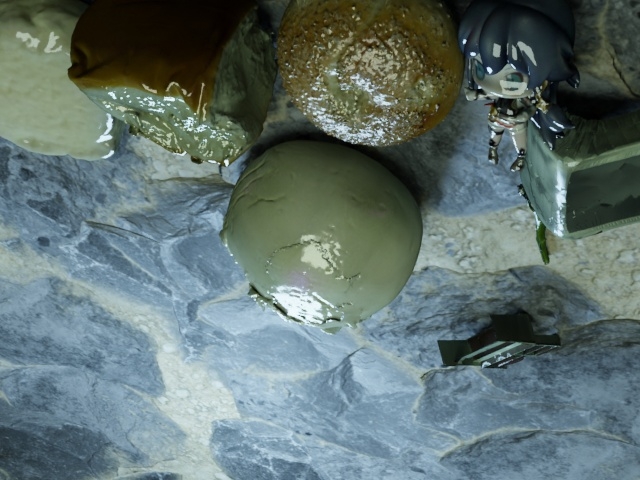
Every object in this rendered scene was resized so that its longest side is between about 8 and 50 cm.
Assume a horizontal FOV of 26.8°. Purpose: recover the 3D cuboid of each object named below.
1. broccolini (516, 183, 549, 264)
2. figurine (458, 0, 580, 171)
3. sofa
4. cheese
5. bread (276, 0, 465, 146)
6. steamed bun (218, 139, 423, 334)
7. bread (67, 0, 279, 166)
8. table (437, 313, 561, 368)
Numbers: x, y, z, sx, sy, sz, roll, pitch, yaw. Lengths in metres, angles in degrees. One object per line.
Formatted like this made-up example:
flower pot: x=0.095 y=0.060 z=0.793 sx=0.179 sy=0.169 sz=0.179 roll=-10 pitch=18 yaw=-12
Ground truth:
broccolini: x=0.370 y=-0.030 z=2.245 sx=0.042 sy=0.044 sz=0.218 roll=-31 pitch=137 yaw=-5
figurine: x=0.279 y=-0.242 z=1.886 sx=0.175 sy=0.197 sz=0.265 roll=7 pitch=151 yaw=9
sofa: x=0.429 y=-0.136 z=2.054 sx=0.225 sy=0.176 sz=0.210 roll=-17 pitch=139 yaw=-3
cheese: x=-0.446 y=-0.266 z=2.208 sx=0.318 sy=0.115 sz=0.326 roll=-23 pitch=129 yaw=41
bread: x=0.067 y=-0.257 z=1.976 sx=0.306 sy=0.158 sz=0.305 roll=15 pitch=145 yaw=11
steamed bun: x=0.000 y=0.000 z=2.264 sx=0.334 sy=0.233 sz=0.312 roll=20 pitch=143 yaw=-5
bread: x=-0.222 y=-0.265 z=2.007 sx=0.279 sy=0.250 sz=0.225 roll=9 pitch=145 yaw=14
table: x=0.334 y=0.189 z=2.500 sx=0.175 sy=0.062 sz=0.146 roll=4 pitch=156 yaw=-40
